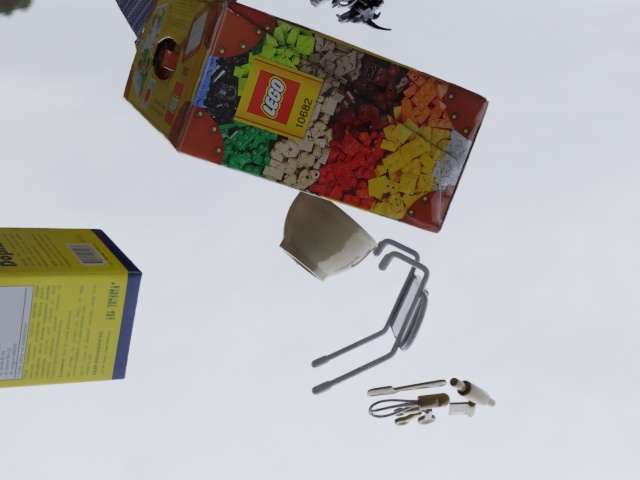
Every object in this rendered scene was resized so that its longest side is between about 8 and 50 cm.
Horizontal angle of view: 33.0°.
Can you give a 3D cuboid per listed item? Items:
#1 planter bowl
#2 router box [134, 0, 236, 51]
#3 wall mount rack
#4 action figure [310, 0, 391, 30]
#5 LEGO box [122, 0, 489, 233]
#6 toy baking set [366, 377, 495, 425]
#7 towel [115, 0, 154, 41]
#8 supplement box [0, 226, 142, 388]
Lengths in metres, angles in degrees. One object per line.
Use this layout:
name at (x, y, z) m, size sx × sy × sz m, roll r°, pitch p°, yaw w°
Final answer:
planter bowl at (0.000, 0.000, 1.795) m, size 0.109 × 0.162 × 0.162 m, roll -51°, pitch -141°, yaw -5°
router box at (-0.242, -0.473, 2.160) m, size 0.309 × 0.081 × 0.243 m, roll -48°, pitch -162°, yaw 4°
wall mount rack at (0.101, 0.156, 2.065) m, size 0.130 × 0.304 × 0.350 m, roll 25°, pitch -174°, yaw -3°
action figure at (0.029, -0.506, 2.075) m, size 0.141 × 0.275 × 0.164 m, roll -28°, pitch -161°, yaw 0°
LEGO box at (-0.050, -0.201, 1.542) m, size 0.372 × 0.193 × 0.500 m, roll 17°, pitch -171°, yaw -20°
toy baking set at (0.198, 0.298, 1.958) m, size 0.197 × 0.256 × 0.030 m, roll -23°, pitch -122°, yaw 21°
towel at (-0.280, -0.489, 2.014) m, size 0.040 × 0.243 × 0.336 m, roll 24°, pitch -157°, yaw -39°
supplement box at (-0.489, 0.101, 1.689) m, size 0.357 × 0.194 × 0.195 m, roll 1°, pitch -159°, yaw -33°
